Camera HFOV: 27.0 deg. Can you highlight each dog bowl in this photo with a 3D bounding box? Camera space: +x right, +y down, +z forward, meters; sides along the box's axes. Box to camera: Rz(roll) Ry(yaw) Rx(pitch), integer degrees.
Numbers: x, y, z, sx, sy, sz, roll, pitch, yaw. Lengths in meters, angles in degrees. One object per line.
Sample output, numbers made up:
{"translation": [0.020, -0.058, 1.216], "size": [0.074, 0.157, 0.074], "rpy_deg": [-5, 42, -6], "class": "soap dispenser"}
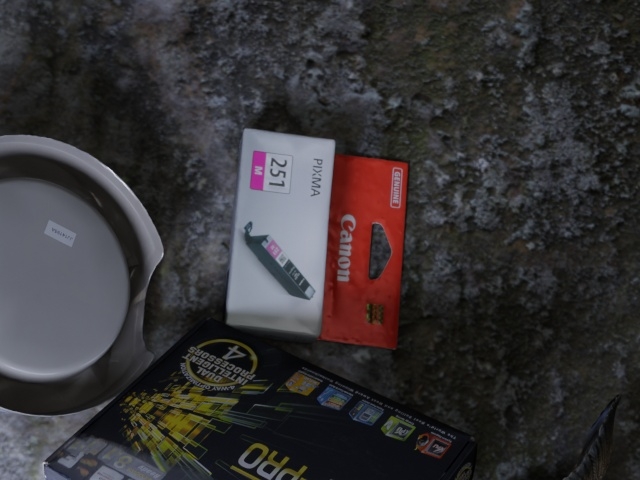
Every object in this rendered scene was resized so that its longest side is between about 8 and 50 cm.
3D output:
{"translation": [-0.357, 0.051, 1.612], "size": [0.349, 0.102, 0.348], "rpy_deg": [15, 64, -33], "class": "dog bowl"}

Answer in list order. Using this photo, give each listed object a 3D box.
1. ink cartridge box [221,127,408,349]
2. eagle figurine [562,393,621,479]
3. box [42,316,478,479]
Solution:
{"translation": [0.000, 0.000, 1.776], "size": [0.239, 0.060, 0.275], "rpy_deg": [7, 75, -8], "class": "ink cartridge box"}
{"translation": [0.309, 0.354, 1.682], "size": [0.298, 0.226, 0.225], "rpy_deg": [-23, 61, -10], "class": "eagle figurine"}
{"translation": [-0.066, 0.271, 1.531], "size": [0.395, 0.097, 0.318], "rpy_deg": [23, 44, 25], "class": "box"}
